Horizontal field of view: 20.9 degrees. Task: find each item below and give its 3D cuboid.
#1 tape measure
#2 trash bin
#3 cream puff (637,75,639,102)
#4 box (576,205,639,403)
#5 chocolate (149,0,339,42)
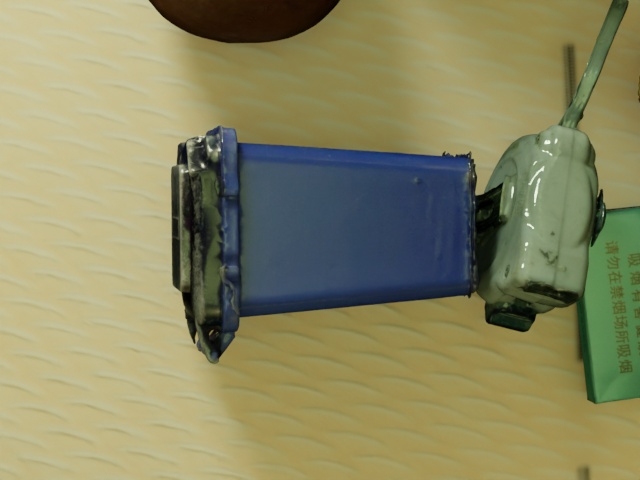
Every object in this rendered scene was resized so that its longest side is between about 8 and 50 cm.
[{"bbox_3d":[0.186,-0.089,1.427,0.084,0.164,0.330,18,65,-16],"label":"tape measure"},{"bbox_3d":[0.000,0.000,1.392,0.234,0.162,0.184,-1,93,-10],"label":"trash bin"},{"bbox_3d":[0.367,-0.113,1.378,0.244,0.196,0.244,4,82,-32],"label":"cream puff"},{"bbox_3d":[0.331,0.043,1.466,0.229,0.041,0.162,-7,92,-3],"label":"box"},{"bbox_3d":[-0.066,-0.234,1.386,0.176,0.177,0.177,0,92,-4],"label":"chocolate"}]
